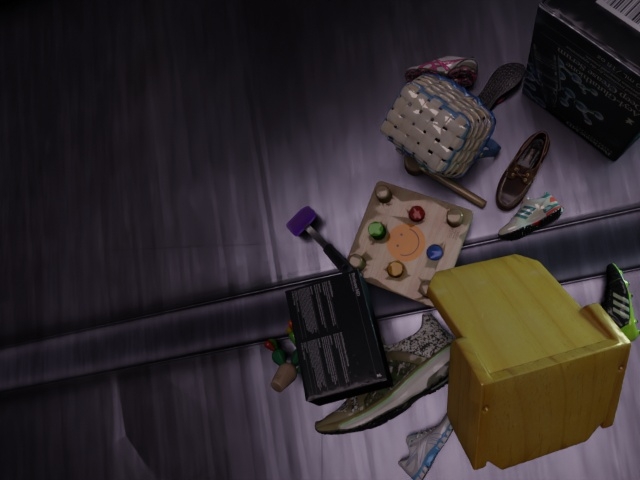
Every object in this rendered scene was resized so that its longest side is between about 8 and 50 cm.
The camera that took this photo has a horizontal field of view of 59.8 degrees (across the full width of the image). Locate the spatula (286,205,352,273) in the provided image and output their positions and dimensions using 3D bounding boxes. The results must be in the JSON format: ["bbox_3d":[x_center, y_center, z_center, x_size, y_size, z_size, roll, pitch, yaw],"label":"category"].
[{"bbox_3d":[0.000,0.000,1.405,0.084,0.030,0.296,-46,47,3],"label":"spatula"}]

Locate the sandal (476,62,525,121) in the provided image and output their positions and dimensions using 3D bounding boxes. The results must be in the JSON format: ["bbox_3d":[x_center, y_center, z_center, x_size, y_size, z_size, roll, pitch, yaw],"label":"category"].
[{"bbox_3d":[0.447,-0.378,1.422,0.179,0.040,0.067,-48,66,17],"label":"sandal"}]

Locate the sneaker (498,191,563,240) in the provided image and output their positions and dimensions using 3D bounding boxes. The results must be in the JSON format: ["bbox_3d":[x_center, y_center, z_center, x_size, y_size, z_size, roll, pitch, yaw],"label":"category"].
[{"bbox_3d":[0.496,-0.061,1.345,0.161,0.057,0.075,-28,58,10],"label":"sneaker"}]

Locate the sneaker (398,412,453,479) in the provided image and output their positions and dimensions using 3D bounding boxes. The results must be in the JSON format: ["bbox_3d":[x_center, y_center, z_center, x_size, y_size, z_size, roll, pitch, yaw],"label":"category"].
[{"bbox_3d":[0.247,0.469,1.303,0.083,0.071,0.191,33,89,23],"label":"sneaker"}]

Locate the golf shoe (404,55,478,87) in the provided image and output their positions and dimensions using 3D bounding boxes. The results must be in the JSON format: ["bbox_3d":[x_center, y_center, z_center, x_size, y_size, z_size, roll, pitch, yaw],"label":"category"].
[{"bbox_3d":[0.316,-0.442,1.457,0.186,0.067,0.086,3,54,16],"label":"golf shoe"}]

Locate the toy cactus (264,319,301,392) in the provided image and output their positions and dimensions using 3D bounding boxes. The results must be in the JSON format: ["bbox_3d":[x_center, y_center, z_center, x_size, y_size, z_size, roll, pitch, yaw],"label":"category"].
[{"bbox_3d":[-0.058,0.292,1.367,0.218,0.180,0.112,18,130,22],"label":"toy cactus"}]

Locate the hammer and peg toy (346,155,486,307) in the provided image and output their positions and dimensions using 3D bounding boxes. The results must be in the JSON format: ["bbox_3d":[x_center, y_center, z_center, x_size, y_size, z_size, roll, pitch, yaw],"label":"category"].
[{"bbox_3d":[0.238,-0.042,1.364,0.265,0.127,0.362,21,86,17],"label":"hammer and peg toy"}]

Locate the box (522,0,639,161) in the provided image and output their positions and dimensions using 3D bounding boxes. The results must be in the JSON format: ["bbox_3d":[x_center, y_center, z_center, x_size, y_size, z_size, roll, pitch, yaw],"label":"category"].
[{"bbox_3d":[0.626,-0.389,1.184,0.212,0.395,0.293,-46,72,4],"label":"box"}]

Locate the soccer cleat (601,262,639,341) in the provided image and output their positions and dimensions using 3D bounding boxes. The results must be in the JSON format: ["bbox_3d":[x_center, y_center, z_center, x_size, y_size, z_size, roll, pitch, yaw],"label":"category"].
[{"bbox_3d":[0.664,0.142,1.256,0.072,0.060,0.179,-12,80,14],"label":"soccer cleat"}]

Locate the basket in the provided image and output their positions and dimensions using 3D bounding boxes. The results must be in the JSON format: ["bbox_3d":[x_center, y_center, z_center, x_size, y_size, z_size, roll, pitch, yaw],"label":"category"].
[{"bbox_3d":[0.286,-0.276,1.325,0.254,0.289,0.201,42,126,20],"label":"basket"}]

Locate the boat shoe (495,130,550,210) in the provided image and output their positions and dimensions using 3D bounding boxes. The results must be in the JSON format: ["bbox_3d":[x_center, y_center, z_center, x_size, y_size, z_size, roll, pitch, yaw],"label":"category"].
[{"bbox_3d":[0.489,-0.172,1.352,0.073,0.073,0.207,26,89,15],"label":"boat shoe"}]

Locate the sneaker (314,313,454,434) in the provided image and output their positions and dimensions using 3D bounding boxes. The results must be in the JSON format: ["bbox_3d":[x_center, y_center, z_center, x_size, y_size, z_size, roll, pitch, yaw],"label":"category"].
[{"bbox_3d":[0.153,0.319,1.329,0.410,0.158,0.182,-31,63,1],"label":"sneaker"}]

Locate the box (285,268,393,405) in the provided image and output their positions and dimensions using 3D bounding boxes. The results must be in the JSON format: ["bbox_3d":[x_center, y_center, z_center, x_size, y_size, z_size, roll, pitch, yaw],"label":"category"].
[{"bbox_3d":[0.041,0.221,1.269,0.184,0.103,0.261,-18,64,12],"label":"box"}]

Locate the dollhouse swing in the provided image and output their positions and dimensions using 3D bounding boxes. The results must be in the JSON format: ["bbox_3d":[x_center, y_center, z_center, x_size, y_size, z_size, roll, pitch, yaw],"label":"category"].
[{"bbox_3d":[0.413,0.249,1.223,0.346,0.305,0.315,-12,117,-16],"label":"dollhouse swing"}]
